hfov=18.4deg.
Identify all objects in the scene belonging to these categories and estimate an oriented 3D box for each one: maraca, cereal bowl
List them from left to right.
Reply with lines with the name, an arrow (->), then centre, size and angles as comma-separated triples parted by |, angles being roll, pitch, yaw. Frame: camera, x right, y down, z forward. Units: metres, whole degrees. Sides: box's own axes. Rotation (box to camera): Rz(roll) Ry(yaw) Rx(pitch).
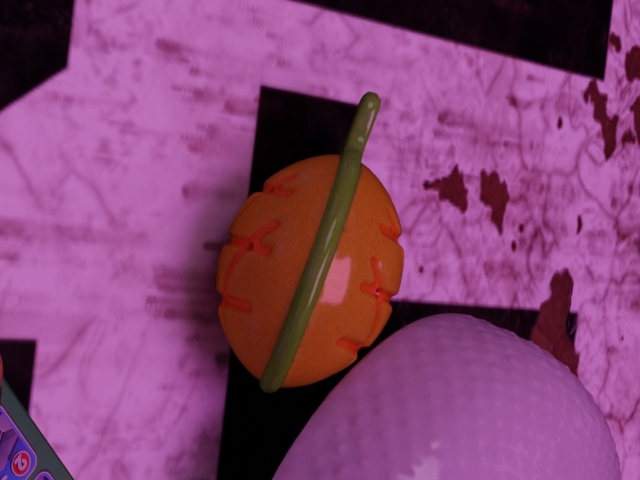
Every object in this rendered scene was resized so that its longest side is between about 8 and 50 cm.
maraca -> 0.000, 0.000, 1.093 | 0.127, 0.099, 0.186 | 120, -9, -55
cereal bowl -> 0.082, 0.222, 1.144 | 0.339, 0.141, 0.339 | -39, 139, -43

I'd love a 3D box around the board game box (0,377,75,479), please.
board game box -> -0.227, 0.196, 0.870 | 0.317, 0.046, 0.213 | -54, 135, -32

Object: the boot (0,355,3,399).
boot -> -0.199, 0.176, 0.822 | 0.248, 0.090, 0.207 | -51, 144, -37
